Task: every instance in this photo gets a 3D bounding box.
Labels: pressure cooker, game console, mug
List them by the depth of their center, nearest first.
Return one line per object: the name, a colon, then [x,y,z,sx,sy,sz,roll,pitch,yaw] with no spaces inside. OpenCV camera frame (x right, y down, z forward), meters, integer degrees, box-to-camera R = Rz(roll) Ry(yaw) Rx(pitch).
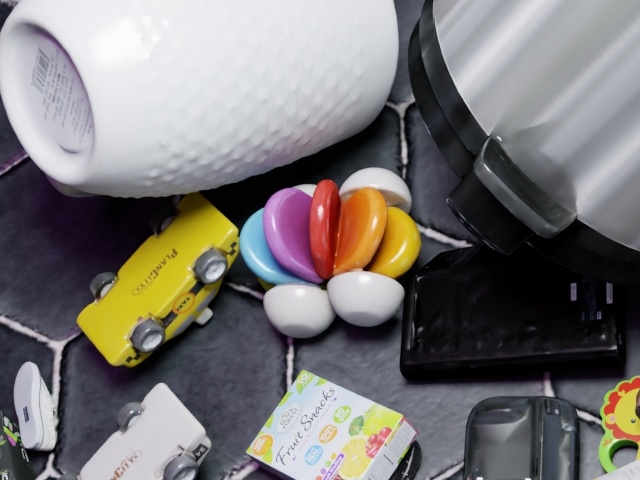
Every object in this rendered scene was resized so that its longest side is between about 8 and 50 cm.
pressure cooker: [0.286,-0.171,1.270,0.420,0.369,0.376,-47,46,40]
game console: [0.172,0.162,1.334,0.213,0.044,0.361,-6,60,23]
mug: [-0.154,-0.159,1.455,0.328,0.374,0.276,-25,76,-37]

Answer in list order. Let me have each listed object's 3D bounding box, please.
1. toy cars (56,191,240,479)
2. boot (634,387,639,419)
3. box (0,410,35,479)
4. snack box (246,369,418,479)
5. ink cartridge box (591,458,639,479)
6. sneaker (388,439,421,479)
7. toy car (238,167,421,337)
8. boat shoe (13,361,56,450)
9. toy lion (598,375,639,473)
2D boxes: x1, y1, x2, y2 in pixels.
toy cars: [-0.164,0.144,1.442,0.176,0.087,0.394,-5,64,29]
boot: [0.338,0.117,1.298,0.106,0.037,0.114,6,38,16]
box: [-0.324,0.227,1.457,0.052,0.062,0.083,-22,57,4]
snack box: [0.010,0.190,1.361,0.141,0.037,0.100,20,67,46]
ink cartridge box: [0.241,0.289,1.139,0.232,0.168,0.171,-25,93,4]
sneaker: [0.054,0.232,1.351,0.043,0.040,0.109,11,61,41]
toy car: [0.000,0.000,1.421,0.182,0.136,0.159,-12,58,31]
boat shoe: [-0.291,0.172,1.495,0.035,0.035,0.100,-38,50,26]
toy lion: [0.289,0.173,1.307,0.100,0.034,0.096,-45,51,-9]
